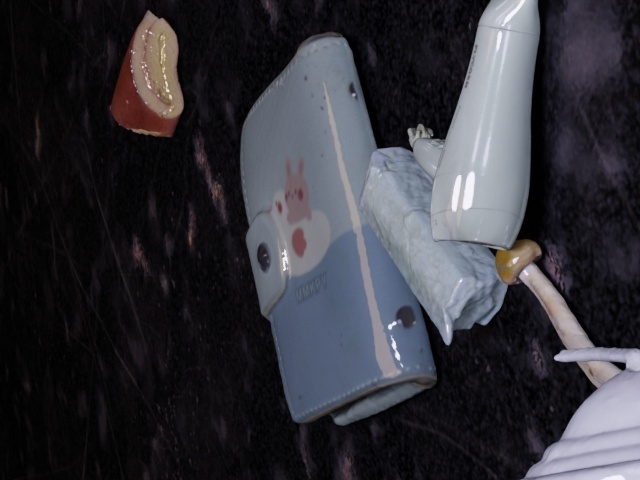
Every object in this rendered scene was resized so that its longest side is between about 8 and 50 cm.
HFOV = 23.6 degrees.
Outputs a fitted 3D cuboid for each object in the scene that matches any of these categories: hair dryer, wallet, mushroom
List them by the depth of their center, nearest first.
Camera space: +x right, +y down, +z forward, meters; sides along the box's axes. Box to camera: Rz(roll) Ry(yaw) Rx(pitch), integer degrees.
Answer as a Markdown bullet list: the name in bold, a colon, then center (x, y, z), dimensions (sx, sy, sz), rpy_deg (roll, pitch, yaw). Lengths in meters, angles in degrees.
- **mushroom**: center (0.219, 0.080, 1.127), dimensions (0.306, 0.043, 0.068), rpy_deg (42, 154, 53)
- **hair dryer**: center (0.116, -0.103, 1.277), dimensions (0.237, 0.075, 0.206), rpy_deg (-160, 79, -75)
- **wallet**: center (0.000, 0.000, 1.529), dimensions (0.252, 0.083, 0.360), rpy_deg (-37, 62, 56)

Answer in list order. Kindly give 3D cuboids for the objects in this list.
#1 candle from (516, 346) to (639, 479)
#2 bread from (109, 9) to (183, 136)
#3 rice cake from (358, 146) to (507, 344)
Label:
- **candle**: center (0.226, 0.222, 0.928), dimensions (0.221, 0.221, 0.342), rpy_deg (152, 109, -64)
- **bread**: center (-0.225, -0.192, 1.974), dimensions (0.192, 0.067, 0.119), rpy_deg (115, 140, -50)
- **rice cake**: center (0.095, -0.002, 1.334), dimensions (0.206, 0.063, 0.069), rpy_deg (56, 142, 43)
